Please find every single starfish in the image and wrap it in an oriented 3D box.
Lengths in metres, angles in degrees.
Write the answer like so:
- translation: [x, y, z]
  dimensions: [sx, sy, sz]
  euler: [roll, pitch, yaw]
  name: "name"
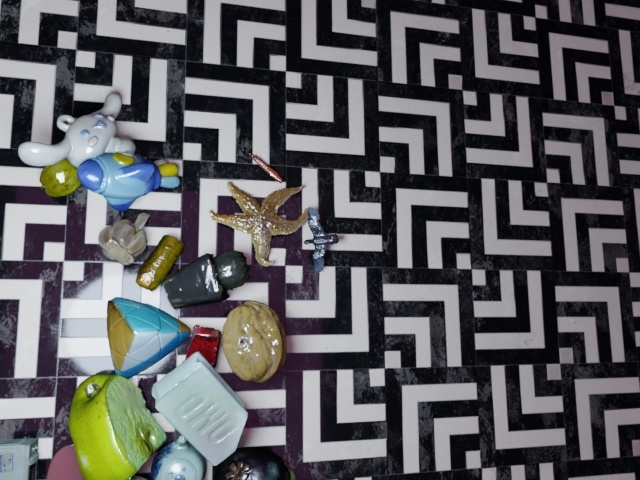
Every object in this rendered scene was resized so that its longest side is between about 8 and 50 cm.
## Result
- translation: [-0.194, -0.084, 1.839]
  dimensions: [0.302, 0.060, 0.299]
  euler: [23, 79, -10]
  name: "starfish"

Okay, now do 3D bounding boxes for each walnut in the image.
- translation: [-0.197, 0.301, 1.710]
  dimensions: [0.198, 0.198, 0.245]
  euler: [-11, 84, -16]
  name: "walnut"

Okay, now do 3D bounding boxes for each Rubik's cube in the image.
- translation: [-0.478, 0.259, 1.627]
  dimensions: [0.254, 0.254, 0.255]
  euler: [2, 81, -14]
  name: "Rubik's cube"

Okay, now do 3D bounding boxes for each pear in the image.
- translation: [-0.757, -0.187, 1.684]
  dimensions: [0.131, 0.107, 0.107]
  euler: [-39, 92, -26]
  name: "pear"
- translation: [-0.578, 0.503, 1.549]
  dimensions: [0.176, 0.286, 0.282]
  euler: [-28, 89, 2]
  name: "pear"

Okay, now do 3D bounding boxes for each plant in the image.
- translation: [-0.333, 0.118, 1.721]
  dimensions: [0.256, 0.164, 0.142]
  euler: [-22, 84, -2]
  name: "plant"

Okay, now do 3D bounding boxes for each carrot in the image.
- translation: [-0.485, 0.068, 1.730]
  dimensions: [0.082, 0.082, 0.173]
  euler: [33, 68, -8]
  name: "carrot"

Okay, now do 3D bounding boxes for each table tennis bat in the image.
- translation: [-0.700, 0.695, 1.606]
  dimensions: [0.138, 0.022, 0.247]
  euler: [14, 76, -11]
  name: "table tennis bat"

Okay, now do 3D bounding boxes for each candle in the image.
- translation: [-0.189, -0.247, 1.885]
  dimensions: [0.167, 0.021, 0.026]
  euler: [40, 48, -4]
  name: "candle"

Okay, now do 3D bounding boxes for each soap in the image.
- translation: [-0.320, 0.471, 1.603]
  dimensions: [0.173, 0.095, 0.289]
  euler: [-37, 115, -7]
  name: "soap"

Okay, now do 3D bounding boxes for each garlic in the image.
- translation: [-0.576, -0.018, 1.710]
  dimensions: [0.131, 0.127, 0.194]
  euler: [37, 47, -25]
  name: "garlic"

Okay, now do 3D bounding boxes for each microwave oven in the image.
- translation: [-0.839, 0.641, 1.522]
  dimensions: [0.162, 0.122, 0.208]
  euler: [1, 81, -14]
  name: "microwave oven"

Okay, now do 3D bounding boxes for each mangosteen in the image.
- translation: [-0.184, 0.710, 1.648]
  dimensions: [0.242, 0.243, 0.243]
  euler: [2, 81, -14]
  name: "mangosteen"

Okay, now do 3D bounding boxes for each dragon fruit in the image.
- translation: [-0.349, 0.304, 1.724]
  dimensions: [0.102, 0.096, 0.147]
  euler: [13, 119, -16]
  name: "dragon fruit"

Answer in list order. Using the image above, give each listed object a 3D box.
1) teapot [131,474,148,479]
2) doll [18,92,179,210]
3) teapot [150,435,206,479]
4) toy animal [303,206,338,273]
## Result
- translation: [-0.538, 0.723, 1.591]
  dimensions: [0.245, 0.116, 0.159]
  euler: [-17, 121, 6]
  name: "teapot"
- translation: [-0.600, -0.239, 1.664]
  dimensions: [0.365, 0.187, 0.376]
  euler: [42, 61, -9]
  name: "doll"
- translation: [-0.399, 0.662, 1.622]
  dimensions: [0.159, 0.159, 0.232]
  euler: [4, 80, -14]
  name: "teapot"
- translation: [0.000, 0.000, 1.873]
  dimensions: [0.107, 0.062, 0.220]
  euler: [-4, 94, -15]
  name: "toy animal"
